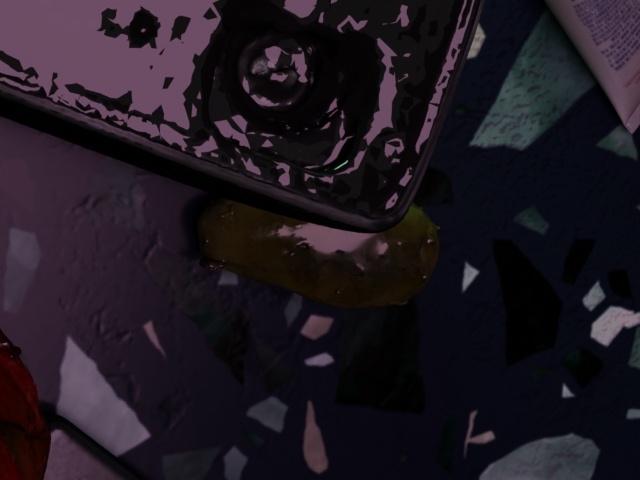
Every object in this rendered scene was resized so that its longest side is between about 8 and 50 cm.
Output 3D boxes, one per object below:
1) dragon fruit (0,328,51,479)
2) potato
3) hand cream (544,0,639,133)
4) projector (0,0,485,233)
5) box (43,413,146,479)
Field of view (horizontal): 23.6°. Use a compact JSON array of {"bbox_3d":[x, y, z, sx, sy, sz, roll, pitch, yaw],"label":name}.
[{"bbox_3d":[-0.349,0.166,1.151,0.295,0.302,0.295,9,52,-12],"label":"dragon fruit"},{"bbox_3d":[0.000,0.000,1.369,0.225,0.090,0.117,7,101,-15],"label":"potato"},{"bbox_3d":[0.276,-0.232,1.460,0.133,0.083,0.248,-49,121,-8],"label":"hand cream"},{"bbox_3d":[-0.137,-0.182,1.122,0.395,0.405,0.242,19,89,-22],"label":"projector"},{"bbox_3d":[-0.249,0.281,1.332,0.160,0.050,0.230,42,82,-20],"label":"box"}]
